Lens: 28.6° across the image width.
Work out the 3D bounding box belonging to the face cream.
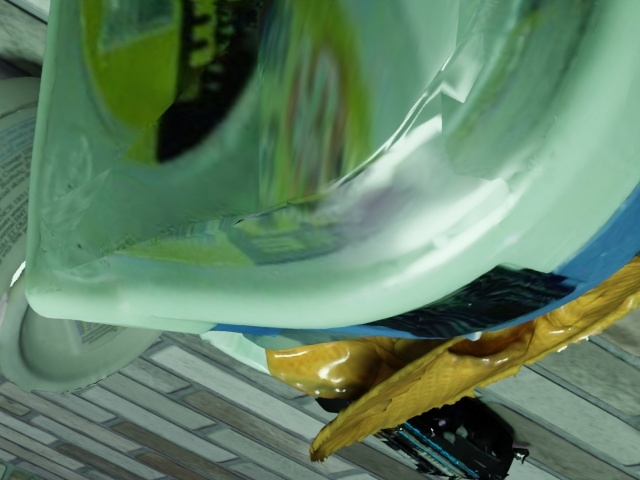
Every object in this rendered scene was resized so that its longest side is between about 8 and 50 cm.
[{"bbox_3d":[-0.190,-0.003,0.882,0.153,0.177,0.177,42,168,32],"label":"face cream"}]

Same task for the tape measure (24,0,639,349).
[{"bbox_3d":[0.016,-0.087,0.453,0.262,0.259,0.138,0,174,43],"label":"tape measure"}]

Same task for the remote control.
[{"bbox_3d":[0.032,0.124,1.156,0.144,0.062,0.399,-5,144,47],"label":"remote control"}]

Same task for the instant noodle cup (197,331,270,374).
[{"bbox_3d":[0.000,0.000,0.821,0.205,0.153,0.205,17,154,9],"label":"instant noodle cup"}]

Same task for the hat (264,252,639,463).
[{"bbox_3d":[0.042,-0.040,0.646,0.244,0.233,0.233,-13,160,-45],"label":"hat"}]
